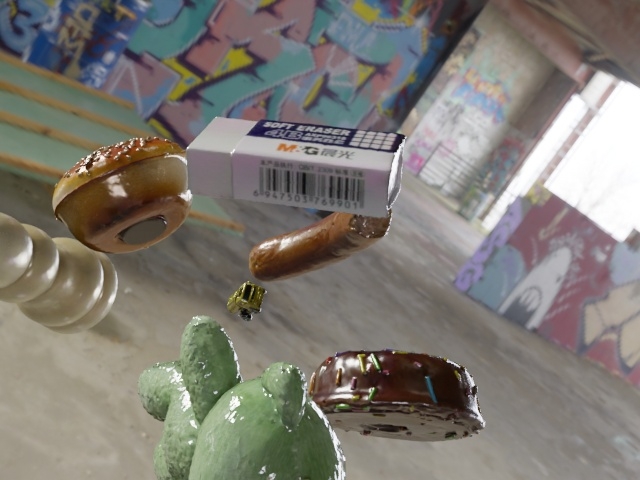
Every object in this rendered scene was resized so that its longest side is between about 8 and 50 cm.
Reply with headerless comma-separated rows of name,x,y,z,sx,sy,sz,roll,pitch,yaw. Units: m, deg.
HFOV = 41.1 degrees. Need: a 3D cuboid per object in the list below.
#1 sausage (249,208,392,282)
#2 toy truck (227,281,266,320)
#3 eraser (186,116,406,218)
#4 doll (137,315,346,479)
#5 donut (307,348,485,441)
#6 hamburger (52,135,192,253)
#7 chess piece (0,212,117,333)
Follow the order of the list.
sausage,0.003,0.001,1.362,0.103,0.302,0.076,6,68,-41
toy truck,-0.138,0.113,1.607,0.054,0.049,0.083,23,-29,-15
eraser,-0.033,-0.105,1.185,0.287,0.086,0.130,8,28,12
doll,-0.038,0.090,0.378,0.077,0.115,0.150,1,3,-33
donut,0.090,0.198,1.084,0.235,0.089,0.235,4,-20,2
hamburger,-0.302,-0.072,1.315,0.147,0.237,0.237,63,20,16
chess piece,-0.463,0.045,1.347,0.167,0.167,0.300,39,-3,22
